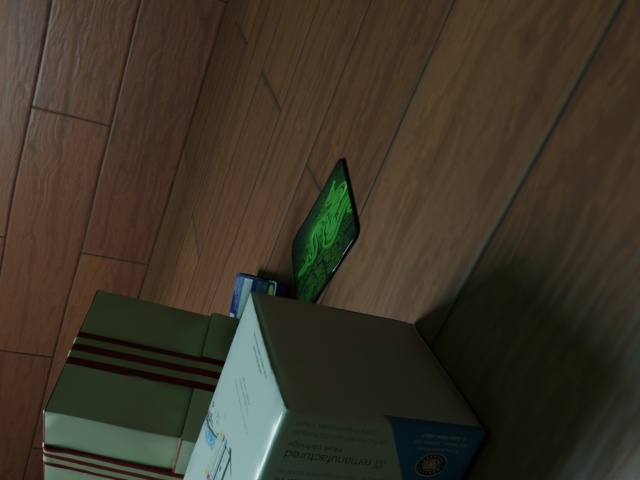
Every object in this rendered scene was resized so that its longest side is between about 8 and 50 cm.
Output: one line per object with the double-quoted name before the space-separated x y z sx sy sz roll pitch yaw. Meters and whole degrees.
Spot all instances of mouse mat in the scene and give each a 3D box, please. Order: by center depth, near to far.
"mouse mat" 0.000 0.000 0.906 0.153 0.007 0.190 -99 31 -44

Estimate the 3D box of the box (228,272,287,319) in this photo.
"box" -0.102 0.126 1.046 0.225 0.036 0.137 -178 99 -69

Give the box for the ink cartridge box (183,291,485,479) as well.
"ink cartridge box" -0.005 0.197 0.578 0.168 0.171 0.233 -120 47 -61

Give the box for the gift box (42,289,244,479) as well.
"gift box" -0.241 0.228 0.991 0.255 0.258 0.276 112 170 -45
